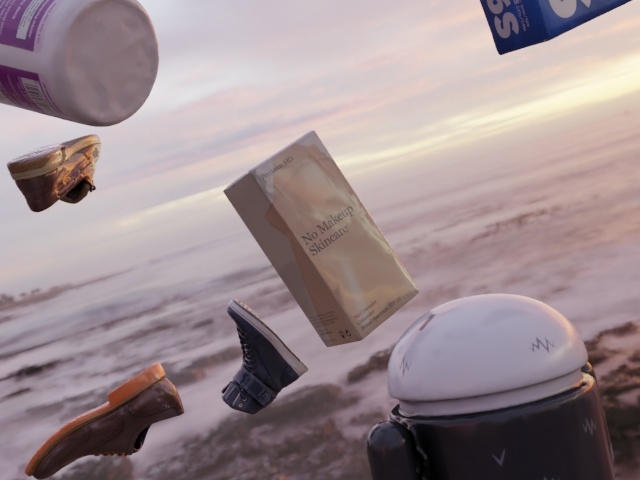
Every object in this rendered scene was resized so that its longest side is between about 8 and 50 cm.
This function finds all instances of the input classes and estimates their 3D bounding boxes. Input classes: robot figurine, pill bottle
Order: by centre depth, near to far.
[{"bbox_3d":[0.149,0.183,0.721,0.174,0.278,0.209,-12,-1,17],"label":"robot figurine"},{"bbox_3d":[-0.365,-0.250,1.120,0.302,0.169,0.169,17,22,32],"label":"pill bottle"}]

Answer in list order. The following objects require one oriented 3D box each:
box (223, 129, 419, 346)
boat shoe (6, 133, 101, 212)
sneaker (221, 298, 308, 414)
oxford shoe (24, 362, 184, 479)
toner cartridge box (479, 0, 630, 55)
[{"bbox_3d":[0.000,0.000,1.393,0.148,0.311,0.121,-38,7,-28],"label":"box"},{"bbox_3d":[-0.509,-0.130,1.736,0.123,0.123,0.342,-14,13,4],"label":"boat shoe"},{"bbox_3d":[-0.144,0.231,1.675,0.163,0.226,0.086,-42,29,-6],"label":"sneaker"},{"bbox_3d":[-0.445,0.403,1.797,0.364,0.132,0.130,-36,-1,10],"label":"oxford shoe"},{"bbox_3d":[0.185,-0.365,0.804,0.165,0.347,0.075,-29,13,-27],"label":"toner cartridge box"}]
